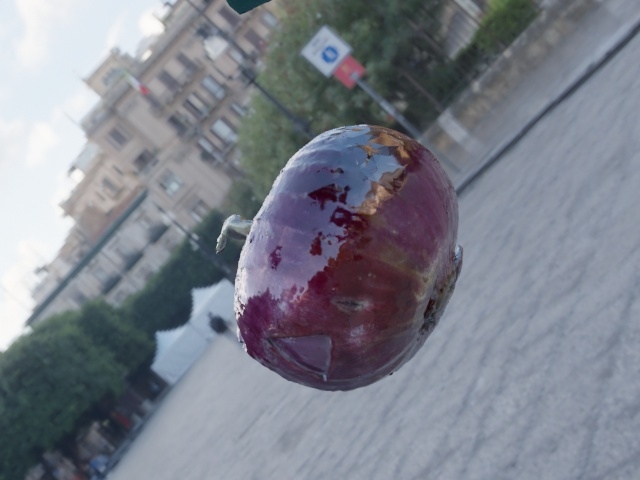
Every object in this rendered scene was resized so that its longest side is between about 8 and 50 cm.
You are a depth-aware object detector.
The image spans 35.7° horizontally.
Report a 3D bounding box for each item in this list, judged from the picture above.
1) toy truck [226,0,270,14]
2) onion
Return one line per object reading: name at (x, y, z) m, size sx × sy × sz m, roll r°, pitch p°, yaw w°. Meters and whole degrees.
toy truck at (0.070, -0.218, 0.461) m, size 0.363 × 0.178 × 0.176 m, roll -11°, pitch 58°, yaw 24°
onion at (0.027, 0.004, 1.031) m, size 0.256 × 0.272 × 0.230 m, roll -89°, pitch 8°, yaw -55°
